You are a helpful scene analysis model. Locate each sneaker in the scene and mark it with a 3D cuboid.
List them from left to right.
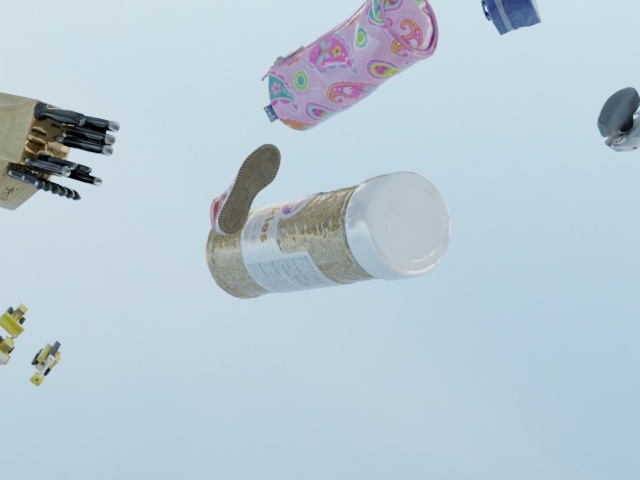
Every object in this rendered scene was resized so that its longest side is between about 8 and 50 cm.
[{"bbox_3d":[-0.089,-0.058,1.650,0.042,0.118,0.067,33,168,-12],"label":"sneaker"}]

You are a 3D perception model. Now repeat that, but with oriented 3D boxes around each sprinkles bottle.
[{"bbox_3d":[0.000,0.000,1.723,0.121,0.121,0.355,-22,-173,-36],"label":"sprinkles bottle"}]

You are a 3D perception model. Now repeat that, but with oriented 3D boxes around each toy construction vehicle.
[{"bbox_3d":[-0.338,0.118,1.655,0.086,0.035,0.098,44,-157,-11],"label":"toy construction vehicle"}]

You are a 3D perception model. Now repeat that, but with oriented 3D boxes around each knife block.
[{"bbox_3d":[-0.407,-0.167,2.038,0.088,0.242,0.276,20,-140,-52],"label":"knife block"}]

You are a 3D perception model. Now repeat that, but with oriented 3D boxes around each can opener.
[{"bbox_3d":[0.558,-0.247,2.330,0.283,0.095,0.076,-43,-151,-20],"label":"can opener"}]

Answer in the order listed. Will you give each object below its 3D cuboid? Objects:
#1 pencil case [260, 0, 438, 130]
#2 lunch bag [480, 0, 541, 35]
[{"bbox_3d":[0.039,-0.257,2.042,0.284,0.124,0.124,-27,-175,44],"label":"pencil case"},{"bbox_3d":[0.231,-0.298,1.779,0.065,0.098,0.067,-15,-108,14],"label":"lunch bag"}]
